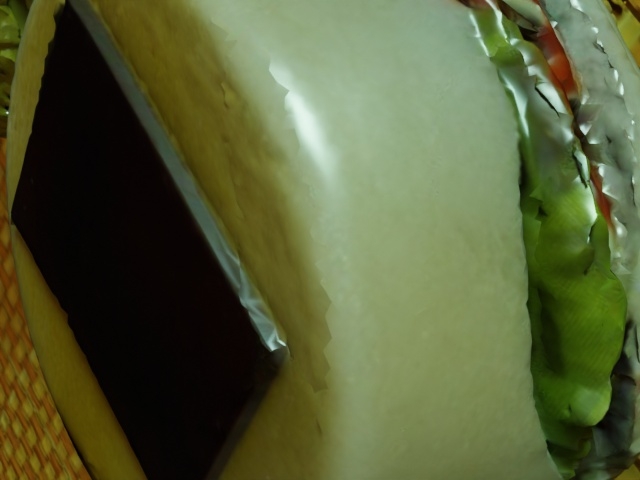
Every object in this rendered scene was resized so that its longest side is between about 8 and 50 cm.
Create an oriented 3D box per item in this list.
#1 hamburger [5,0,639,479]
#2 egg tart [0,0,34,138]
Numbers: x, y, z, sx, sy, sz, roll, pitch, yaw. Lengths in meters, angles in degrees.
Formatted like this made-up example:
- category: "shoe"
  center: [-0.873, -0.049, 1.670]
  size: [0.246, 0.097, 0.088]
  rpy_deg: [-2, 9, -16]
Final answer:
- category: "hamburger"
  center: [0.000, 0.000, 0.490]
  size: [0.302, 0.170, 0.302]
  rpy_deg: [25, 122, 49]
- category: "egg tart"
  center: [-0.190, -0.154, 0.651]
  size: [0.294, 0.123, 0.294]
  rpy_deg: [56, 158, 36]
